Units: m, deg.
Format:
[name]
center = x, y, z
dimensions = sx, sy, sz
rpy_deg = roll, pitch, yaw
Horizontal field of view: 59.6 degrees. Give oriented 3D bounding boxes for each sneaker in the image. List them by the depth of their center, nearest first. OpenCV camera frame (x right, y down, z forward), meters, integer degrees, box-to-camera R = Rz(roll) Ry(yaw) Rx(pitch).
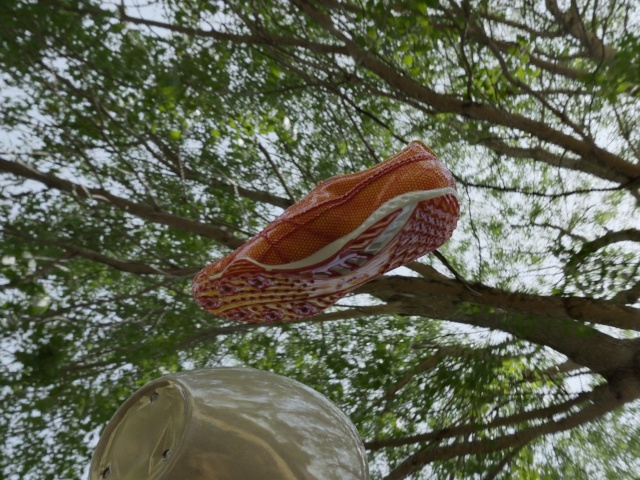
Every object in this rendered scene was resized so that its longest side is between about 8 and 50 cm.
[sneaker]
center = 0.000, 0.000, 0.345
dimensions = 0.175, 0.064, 0.068
rpy_deg = -24, -135, 12

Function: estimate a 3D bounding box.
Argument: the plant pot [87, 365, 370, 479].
[plant pot]
center = -0.117, 0.242, 0.572
dimensions = 0.284, 0.191, 0.284
rpy_deg = -25, -143, 21
